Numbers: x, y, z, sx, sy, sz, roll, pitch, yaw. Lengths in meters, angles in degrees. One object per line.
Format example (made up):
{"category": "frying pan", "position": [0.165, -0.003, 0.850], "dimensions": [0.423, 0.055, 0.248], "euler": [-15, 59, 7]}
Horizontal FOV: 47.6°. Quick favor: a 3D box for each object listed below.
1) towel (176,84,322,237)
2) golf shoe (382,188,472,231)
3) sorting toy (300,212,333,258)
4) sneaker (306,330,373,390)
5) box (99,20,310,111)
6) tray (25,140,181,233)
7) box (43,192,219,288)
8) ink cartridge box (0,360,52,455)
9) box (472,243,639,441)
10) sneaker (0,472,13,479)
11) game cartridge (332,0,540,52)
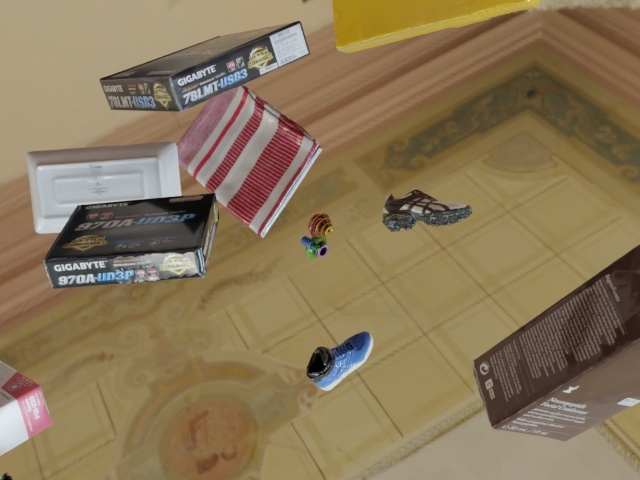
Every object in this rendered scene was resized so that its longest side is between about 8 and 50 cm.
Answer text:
{"category": "towel", "position": [-0.168, -0.191, 1.552], "dimensions": [0.329, 0.037, 0.237], "euler": [41, -76, 31]}
{"category": "golf shoe", "position": [0.233, -0.078, 1.602], "dimensions": [0.198, 0.077, 0.093], "euler": [-5, -112, 12]}
{"category": "sorting toy", "position": [0.000, 0.000, 1.335], "dimensions": [0.061, 0.102, 0.042], "euler": [-27, -135, -34]}
{"category": "sneaker", "position": [0.036, 0.232, 1.466], "dimensions": [0.152, 0.084, 0.058], "euler": [-43, -133, 1]}
{"category": "box", "position": [-0.219, -0.322, 1.355], "dimensions": [0.293, 0.073, 0.295], "euler": [-30, -155, -31]}
{"category": "tray", "position": [-0.375, -0.089, 1.245], "dimensions": [0.270, 0.145, 0.030], "euler": [-4, -173, 6]}
{"category": "box", "position": [-0.267, -0.003, 1.062], "dimensions": [0.220, 0.051, 0.175], "euler": [-5, -151, 2]}
{"category": "ink cartridge box", "position": [-0.596, 0.306, 1.218], "dimensions": [0.159, 0.092, 0.218], "euler": [15, -147, 37]}
{"category": "box", "position": [0.450, 0.177, 1.157], "dimensions": [0.191, 0.381, 0.143], "euler": [17, -136, -28]}
{"category": "sneaker", "position": [-0.499, 0.418, 1.151], "dimensions": [0.069, 0.038, 0.098], "euler": [-37, -115, 25]}
{"category": "game cartridge", "position": [0.146, -0.439, 1.030], "dimensions": [0.324, 0.285, 0.053], "euler": [-1, -175, 40]}
